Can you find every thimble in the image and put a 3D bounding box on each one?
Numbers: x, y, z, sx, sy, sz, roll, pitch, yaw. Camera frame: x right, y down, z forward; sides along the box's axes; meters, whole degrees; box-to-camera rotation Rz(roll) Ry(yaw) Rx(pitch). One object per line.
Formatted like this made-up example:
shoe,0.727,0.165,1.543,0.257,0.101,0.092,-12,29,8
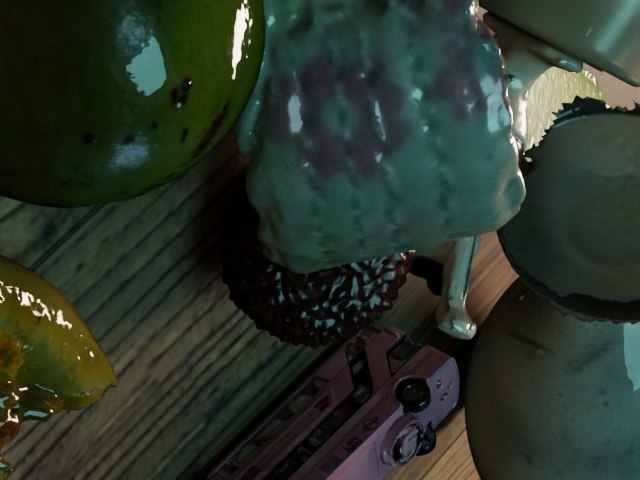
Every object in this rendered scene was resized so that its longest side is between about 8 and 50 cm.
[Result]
thimble,0.020,-0.087,1.034,0.149,0.185,0.211,-12,157,1

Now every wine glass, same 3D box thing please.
wine glass,0.199,0.071,1.398,0.190,0.190,0.357,-44,153,-26

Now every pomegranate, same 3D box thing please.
pomegranate,-0.117,-0.128,0.879,0.181,0.181,0.224,-18,107,-48

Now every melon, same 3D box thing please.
melon,0.176,-0.097,1.433,0.261,0.053,0.114,7,90,-60

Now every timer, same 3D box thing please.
timer,0.110,-0.082,1.229,0.175,0.175,0.266,13,107,-57

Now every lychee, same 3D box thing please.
lychee,0.003,0.002,1.181,0.129,0.123,0.123,0,114,-62

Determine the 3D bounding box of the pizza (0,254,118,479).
pizza,-0.228,0.071,0.945,0.258,0.087,0.268,-49,143,-25

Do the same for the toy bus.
toy bus,0.007,0.141,1.313,0.203,0.090,0.063,-41,143,-28
